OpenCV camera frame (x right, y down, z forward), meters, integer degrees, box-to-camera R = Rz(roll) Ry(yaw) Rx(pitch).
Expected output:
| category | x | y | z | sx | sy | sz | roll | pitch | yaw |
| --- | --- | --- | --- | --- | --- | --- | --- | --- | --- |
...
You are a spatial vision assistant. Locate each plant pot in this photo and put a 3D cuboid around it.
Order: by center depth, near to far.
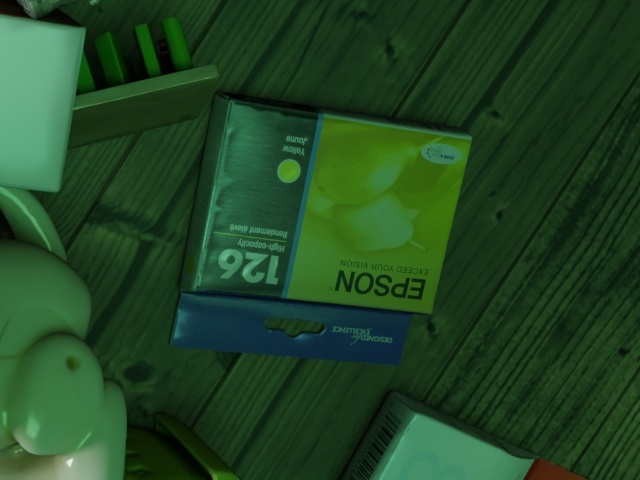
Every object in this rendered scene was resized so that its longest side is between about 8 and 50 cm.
| category | x | y | z | sx | sy | sz | roll | pitch | yaw |
| --- | --- | --- | --- | --- | --- | --- | --- | --- | --- |
| plant pot | -0.205 | 0.328 | 1.702 | 0.207 | 0.228 | 0.227 | -13 | 109 | -22 |

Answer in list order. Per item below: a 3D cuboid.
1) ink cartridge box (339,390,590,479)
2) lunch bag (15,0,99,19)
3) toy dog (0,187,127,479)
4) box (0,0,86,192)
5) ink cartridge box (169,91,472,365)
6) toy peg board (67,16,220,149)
| category | x | y | z | sx | sy | sz | roll | pitch | yaw |
| --- | --- | --- | --- | --- | --- | --- | --- | --- | --- |
| ink cartridge box | 0.179 | 0.402 | 1.933 | 0.385 | 0.091 | 0.308 | 26 | 96 | -24 |
| lunch bag | -0.211 | -0.355 | 1.447 | 0.256 | 0.305 | 0.213 | -25 | 111 | -11 |
| toy dog | -0.392 | 0.090 | 1.388 | 0.408 | 0.284 | 0.395 | 27 | 72 | -45 |
| box | -0.427 | -0.168 | 1.472 | 0.345 | 0.215 | 0.168 | 7 | 103 | -22 |
| ink cartridge box | 0.000 | 0.000 | 1.761 | 0.303 | 0.072 | 0.307 | 6 | 101 | -22 |
| toy peg board | -0.204 | -0.169 | 1.605 | 0.161 | 0.160 | 0.079 | -15 | 83 | -16 |
